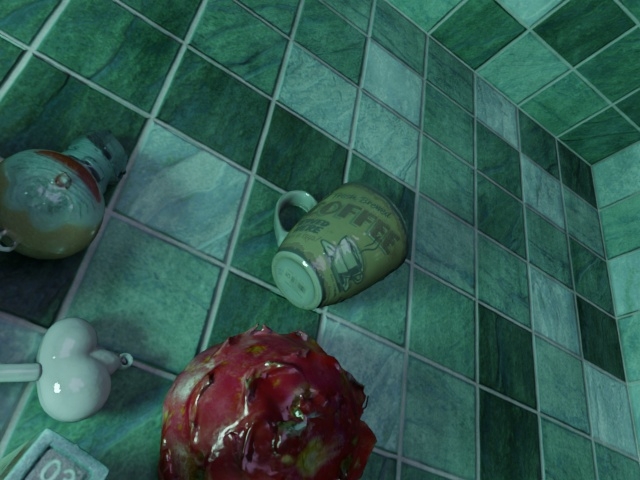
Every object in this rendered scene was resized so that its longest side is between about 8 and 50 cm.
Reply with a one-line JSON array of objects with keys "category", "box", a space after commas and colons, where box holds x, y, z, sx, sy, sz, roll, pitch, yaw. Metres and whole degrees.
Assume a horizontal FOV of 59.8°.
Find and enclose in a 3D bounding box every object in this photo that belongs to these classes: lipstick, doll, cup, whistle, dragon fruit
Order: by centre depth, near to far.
[{"category": "lipstick", "box": [-0.344, 0.291, 0.630, 0.079, 0.371, 0.076, 41, 47, -14]}, {"category": "doll", "box": [-0.451, 0.188, 0.794, 0.365, 0.094, 0.160, 5, 62, -37]}, {"category": "whistle", "box": [-0.419, -0.099, 0.933, 0.189, 0.189, 0.348, 40, 37, -15]}, {"category": "dragon fruit", "box": [-0.064, 0.321, 0.945, 0.386, 0.249, 0.371, -10, 78, -39]}, {"category": "cup", "box": [0.000, 0.000, 1.198, 0.301, 0.227, 0.257, 38, 46, 23]}]
